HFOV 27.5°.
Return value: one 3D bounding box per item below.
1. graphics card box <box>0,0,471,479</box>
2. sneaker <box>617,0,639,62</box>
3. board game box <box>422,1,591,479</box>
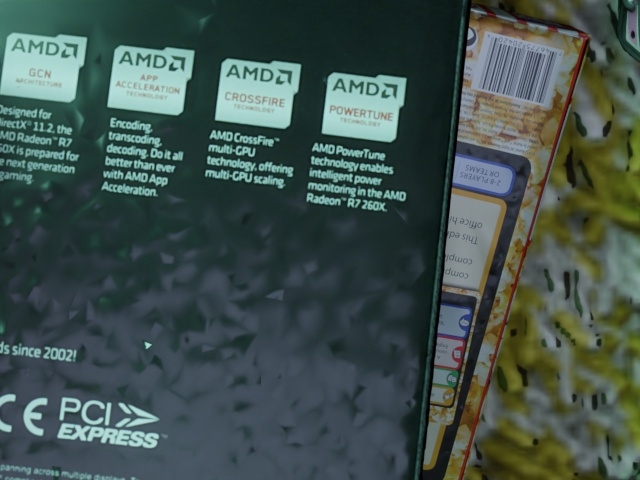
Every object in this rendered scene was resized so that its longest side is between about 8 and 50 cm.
[{"bbox_3d":[-0.071,-0.073,0.386,0.232,0.094,0.371,6,84,-2],"label":"graphics card box"},{"bbox_3d":[0.127,-0.096,0.446,0.077,0.072,0.178,-28,88,41],"label":"sneaker"},{"bbox_3d":[0.000,0.000,0.482,0.146,0.045,0.194,14,103,-2],"label":"board game box"}]
